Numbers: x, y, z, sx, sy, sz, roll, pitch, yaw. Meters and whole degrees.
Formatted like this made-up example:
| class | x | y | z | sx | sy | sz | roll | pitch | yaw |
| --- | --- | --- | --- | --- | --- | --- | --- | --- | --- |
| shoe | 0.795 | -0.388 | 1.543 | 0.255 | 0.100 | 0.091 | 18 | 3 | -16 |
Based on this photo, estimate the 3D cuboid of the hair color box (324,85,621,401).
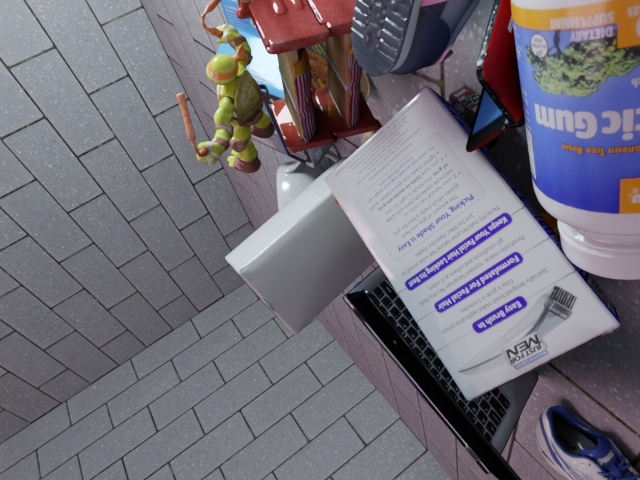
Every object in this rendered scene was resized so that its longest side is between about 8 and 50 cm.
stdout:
| class | x | y | z | sx | sy | sz | roll | pitch | yaw |
| --- | --- | --- | --- | --- | --- | --- | --- | --- | --- |
| hair color box | 0.176 | 0.000 | 0.570 | 0.110 | 0.185 | 0.338 | -1 | -124 | -57 |

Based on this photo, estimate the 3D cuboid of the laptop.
| class | x | y | z | sx | sy | sz | roll | pitch | yaw |
| --- | --- | --- | --- | --- | --- | --- | --- | --- | --- |
| laptop | 0.244 | 0.170 | 0.721 | 0.382 | 0.408 | 0.236 | 51 | 140 | 5 |

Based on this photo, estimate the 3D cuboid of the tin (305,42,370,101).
| class | x | y | z | sx | sy | sz | roll | pitch | yaw |
| --- | --- | --- | --- | --- | --- | --- | --- | --- | --- |
| tin | 0.014 | -0.312 | 0.822 | 0.189 | 0.106 | 0.040 | 57 | 174 | 0 |

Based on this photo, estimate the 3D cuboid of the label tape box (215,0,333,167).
| class | x | y | z | sx | sy | sz | roll | pitch | yaw |
| --- | --- | --- | --- | --- | --- | --- | --- | --- | --- |
| label tape box | -0.117 | -0.340 | 1.009 | 0.241 | 0.106 | 0.333 | 29 | 162 | 27 |

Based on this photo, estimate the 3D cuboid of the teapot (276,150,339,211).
| class | x | y | z | sx | sy | sz | roll | pitch | yaw |
| --- | --- | --- | --- | --- | --- | --- | --- | --- | --- |
| teapot | -0.017 | -0.111 | 1.250 | 0.256 | 0.187 | 0.252 | -62 | -33 | -87 |

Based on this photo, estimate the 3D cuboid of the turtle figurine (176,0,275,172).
| class | x | y | z | sx | sy | sz | roll | pitch | yaw |
| --- | --- | --- | --- | --- | --- | --- | --- | --- | --- |
| turtle figurine | -0.116 | -0.208 | 0.654 | 0.217 | 0.087 | 0.269 | 76 | -164 | -70 |

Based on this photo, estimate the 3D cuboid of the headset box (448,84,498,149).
| class | x | y | z | sx | sy | sz | roll | pitch | yaw |
| --- | --- | --- | --- | --- | --- | --- | --- | --- | --- |
| headset box | 0.209 | -0.169 | 0.627 | 0.083 | 0.032 | 0.062 | 50 | 164 | 29 |

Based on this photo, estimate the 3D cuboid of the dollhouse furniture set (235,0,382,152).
| class | x | y | z | sx | sy | sz | roll | pitch | yaw |
| --- | --- | --- | --- | --- | --- | --- | --- | --- | --- |
| dollhouse furniture set | -0.041 | -0.348 | 0.692 | 0.201 | 0.152 | 0.374 | 82 | 168 | -62 |

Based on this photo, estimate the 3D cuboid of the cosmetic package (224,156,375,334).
| class | x | y | z | sx | sy | sz | roll | pitch | yaw |
| --- | --- | --- | --- | --- | --- | --- | --- | --- | --- |
| cosmetic package | 0.000 | 0.000 | 0.988 | 0.197 | 0.366 | 0.155 | 54 | 168 | -22 |

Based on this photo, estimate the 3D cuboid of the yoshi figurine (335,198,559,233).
| class | x | y | z | sx | sy | sz | roll | pitch | yaw |
| --- | --- | --- | --- | --- | --- | --- | --- | --- | --- |
| yoshi figurine | 0.197 | -0.060 | 0.744 | 0.362 | 0.203 | 0.203 | 32 | -164 | 29 |

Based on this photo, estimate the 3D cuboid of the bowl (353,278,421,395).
| class | x | y | z | sx | sy | sz | roll | pitch | yaw |
| --- | --- | --- | --- | --- | --- | --- | --- | --- | --- |
| bowl | 0.231 | 0.256 | 1.189 | 0.391 | 0.077 | 0.391 | 52 | -172 | -10 |

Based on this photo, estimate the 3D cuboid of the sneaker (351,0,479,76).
| class | x | y | z | sx | sy | sz | roll | pitch | yaw |
| --- | --- | --- | --- | --- | --- | --- | --- | --- | --- |
| sneaker | 0.137 | -0.310 | 0.429 | 0.112 | 0.131 | 0.319 | 59 | 146 | 23 |

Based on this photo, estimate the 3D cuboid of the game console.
| class | x | y | z | sx | sy | sz | roll | pitch | yaw |
| --- | --- | --- | --- | --- | --- | --- | --- | --- | --- |
| game console | 0.171 | -0.182 | 0.452 | 0.124 | 0.143 | 0.085 | 29 | 163 | -39 |

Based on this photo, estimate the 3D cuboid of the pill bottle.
| class | x | y | z | sx | sy | sz | roll | pitch | yaw |
| --- | --- | --- | --- | --- | --- | --- | --- | --- | --- |
| pill bottle | 0.254 | -0.101 | 0.374 | 0.152 | 0.152 | 0.272 | 36 | 156 | 55 |

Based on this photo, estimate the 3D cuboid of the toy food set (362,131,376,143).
| class | x | y | z | sx | sy | sz | roll | pitch | yaw |
| --- | --- | --- | --- | --- | --- | --- | --- | --- | --- |
| toy food set | 0.115 | -0.190 | 0.929 | 0.083 | 0.020 | 0.082 | 48 | 164 | 30 |

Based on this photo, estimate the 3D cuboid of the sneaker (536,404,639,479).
| class | x | y | z | sx | sy | sz | roll | pitch | yaw |
| --- | --- | --- | --- | --- | --- | --- | --- | --- | --- |
| sneaker | 0.508 | 0.423 | 0.796 | 0.296 | 0.112 | 0.130 | 39 | 158 | 49 |
